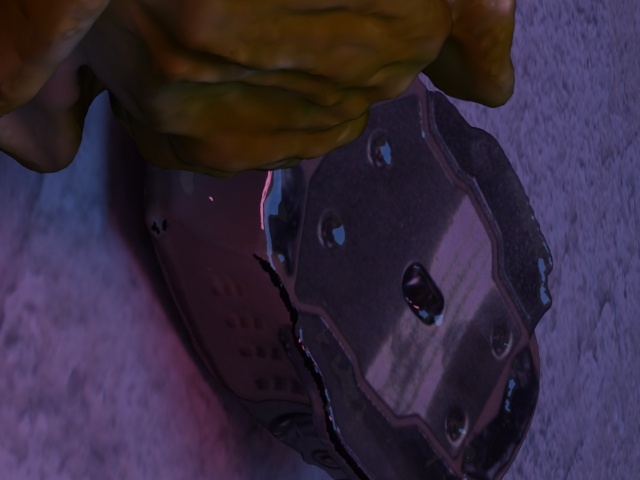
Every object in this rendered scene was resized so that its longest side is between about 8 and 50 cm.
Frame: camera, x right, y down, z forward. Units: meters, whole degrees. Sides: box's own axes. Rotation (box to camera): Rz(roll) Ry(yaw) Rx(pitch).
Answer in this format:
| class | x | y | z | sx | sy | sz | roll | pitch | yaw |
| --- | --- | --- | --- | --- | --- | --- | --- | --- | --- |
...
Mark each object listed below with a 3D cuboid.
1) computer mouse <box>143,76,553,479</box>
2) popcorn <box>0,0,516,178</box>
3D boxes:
| class | x | y | z | sx | sy | sz | roll | pitch | yaw |
| --- | --- | --- | --- | --- | --- | --- | --- | --- | --- |
| computer mouse | -0.004 | 0.001 | 0.949 | 0.389 | 0.115 | 0.199 | 56 | 48 | -35 |
| popcorn | -0.056 | -0.150 | 0.683 | 0.225 | 0.276 | 0.277 | -5 | 96 | -31 |
